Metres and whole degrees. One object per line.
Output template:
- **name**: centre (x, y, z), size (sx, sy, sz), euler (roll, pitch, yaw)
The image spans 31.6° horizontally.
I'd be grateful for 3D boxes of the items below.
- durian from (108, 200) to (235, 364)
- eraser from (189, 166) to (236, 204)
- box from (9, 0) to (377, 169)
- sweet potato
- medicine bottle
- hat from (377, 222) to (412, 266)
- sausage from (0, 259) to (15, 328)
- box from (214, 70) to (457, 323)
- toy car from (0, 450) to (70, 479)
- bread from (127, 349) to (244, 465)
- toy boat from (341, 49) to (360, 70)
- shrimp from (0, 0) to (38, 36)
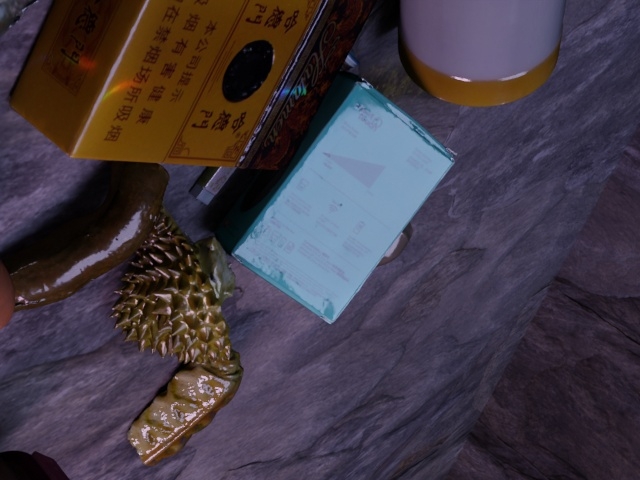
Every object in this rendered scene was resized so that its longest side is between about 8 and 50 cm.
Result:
- **durian**: centre (-0.188, 0.068, 1.537), size (0.306, 0.172, 0.167), euler (78, 29, -50)
- **eraser**: centre (-0.142, -0.089, 1.548), size (0.083, 0.019, 0.038), euler (-53, 157, 2)
- **box**: centre (-0.123, -0.221, 1.288), size (0.415, 0.115, 0.264), euler (0, 123, -59)
- **sweet potato**: centre (-0.298, 0.002, 1.344), size (0.285, 0.085, 0.112), euler (-34, 117, -14)
- **medicine bottle**: centre (0.228, -0.348, 1.586), size (0.238, 0.238, 0.232), euler (-41, 152, -23)
- **hat**: centre (0.079, 0.014, 1.998), size (0.175, 0.085, 0.147), euler (-20, 141, -52)
- **sausage**: centre (-0.399, 0.010, 1.109), size (0.121, 0.121, 0.304), euler (-46, 154, -14)
- **box**: centre (0.019, -0.064, 1.638), size (0.205, 0.118, 0.311), euler (35, 93, -27)
- **toy car**: centre (-0.475, 0.398, 1.391), size (0.341, 0.271, 0.240), euler (-53, 136, -5)
- **bread**: centre (-0.214, 0.269, 1.840), size (0.232, 0.088, 0.128), euler (-49, 148, 5)
- **toy boat**: centre (0.025, -0.278, 1.534), size (0.066, 0.059, 0.140), euler (-42, 156, 9)
- **shrimp**: centre (-0.325, -0.211, 0.928), size (0.445, 0.110, 0.221), euler (-43, 172, -22)
